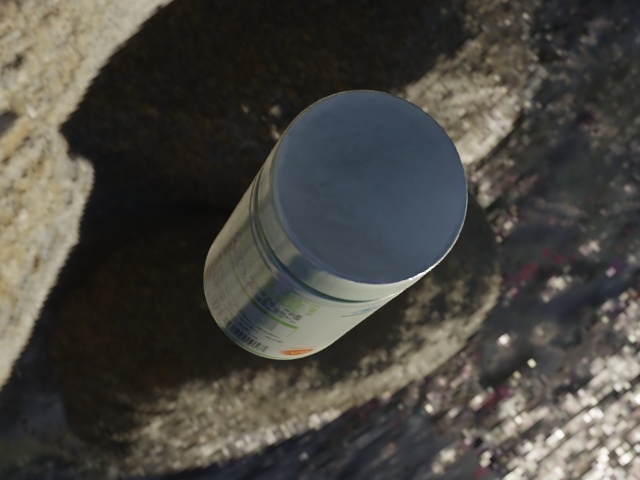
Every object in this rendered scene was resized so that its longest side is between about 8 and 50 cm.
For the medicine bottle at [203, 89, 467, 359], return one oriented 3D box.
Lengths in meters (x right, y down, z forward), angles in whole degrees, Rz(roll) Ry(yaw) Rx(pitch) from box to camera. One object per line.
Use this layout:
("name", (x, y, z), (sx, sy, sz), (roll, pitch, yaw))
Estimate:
("medicine bottle", (0.000, 0.000, 0.669), (0.086, 0.086, 0.183), (-20, 172, -18))
